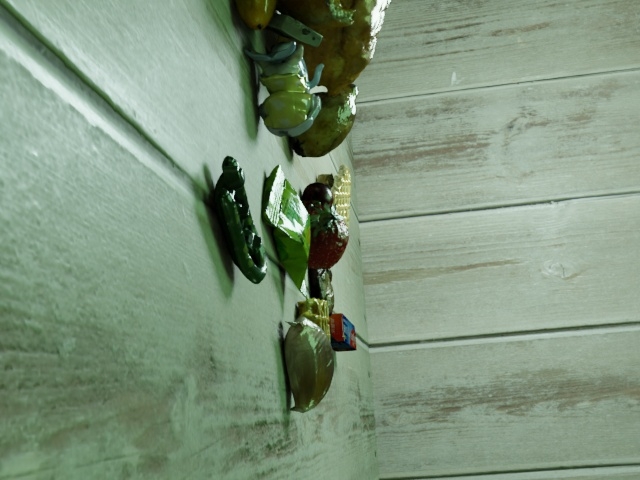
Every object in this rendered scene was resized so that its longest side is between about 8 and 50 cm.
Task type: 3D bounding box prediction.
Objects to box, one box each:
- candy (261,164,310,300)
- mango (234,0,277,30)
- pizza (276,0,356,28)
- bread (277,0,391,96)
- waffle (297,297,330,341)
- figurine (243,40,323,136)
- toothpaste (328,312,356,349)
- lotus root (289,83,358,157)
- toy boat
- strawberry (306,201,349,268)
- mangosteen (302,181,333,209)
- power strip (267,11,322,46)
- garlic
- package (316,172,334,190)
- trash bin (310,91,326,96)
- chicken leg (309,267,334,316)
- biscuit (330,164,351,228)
[{"bbox_3d":[-0.055,-0.014,1.593,0.149,0.069,0.246,-85,167,-45],"label":"candy"},{"bbox_3d":[-0.115,-0.445,1.432,0.098,0.075,0.190,85,-4,-61],"label":"mango"},{"bbox_3d":[-0.036,-0.498,1.486,0.365,0.074,0.182,46,-60,41],"label":"pizza"},{"bbox_3d":[0.041,-0.519,1.772,0.398,0.215,0.398,-165,-90,-88],"label":"bread"},{"bbox_3d":[-0.014,0.206,1.793,0.211,0.055,0.160,43,43,-78],"label":"waffle"},{"bbox_3d":[-0.066,-0.291,1.524,0.208,0.128,0.184,56,31,-58],"label":"figurine"},{"bbox_3d":[0.051,0.256,2.239,0.320,0.066,0.076,52,34,-76],"label":"toothpaste"},{"bbox_3d":[0.013,-0.282,1.899,0.138,0.214,0.138,41,4,-3],"label":"lotus root"},{"bbox_3d":[-0.116,-0.022,1.176,0.104,0.052,0.210,-91,171,-49],"label":"toy boat"},{"bbox_3d":[0.006,-0.003,1.841,0.131,0.131,0.148,-88,168,-45],"label":"strawberry"},{"bbox_3d":[-0.010,-0.103,1.995,0.081,0.081,0.081,-6,90,-83],"label":"mangosteen"},{"bbox_3d":[-0.063,-0.387,1.482,0.029,0.080,0.227,-63,-151,8],"label":"power strip"},{"bbox_3d":[-0.030,0.219,1.558,0.128,0.090,0.198,-48,138,-64],"label":"garlic"},{"bbox_3d":[0.019,-0.122,2.339,0.071,0.047,0.131,-80,163,-60],"label":"package"},{"bbox_3d":[0.001,-0.340,2.323,0.116,0.059,0.130,-87,170,-48],"label":"trash bin"},{"bbox_3d":[0.001,0.146,1.987,0.106,0.051,0.253,59,27,-60],"label":"chicken leg"},{"bbox_3d":[0.043,-0.062,2.264,0.309,0.040,0.205,-63,153,-52],"label":"biscuit"}]
